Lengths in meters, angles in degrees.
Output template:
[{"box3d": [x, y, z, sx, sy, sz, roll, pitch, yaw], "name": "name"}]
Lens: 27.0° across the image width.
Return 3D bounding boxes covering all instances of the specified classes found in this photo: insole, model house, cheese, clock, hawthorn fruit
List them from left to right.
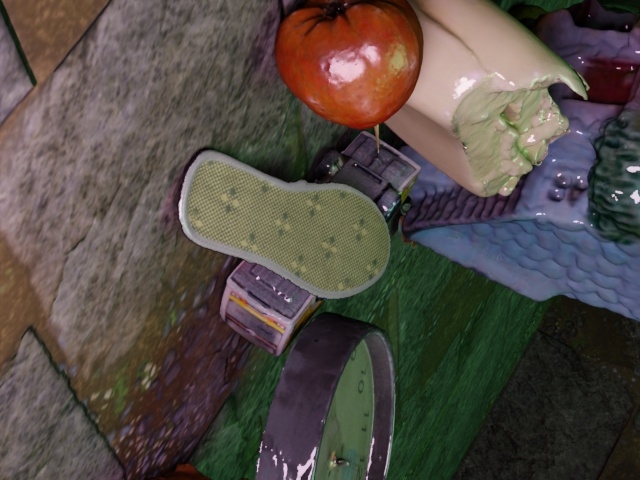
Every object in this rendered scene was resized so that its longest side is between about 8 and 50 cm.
[{"box3d": [-0.021, -0.012, 1.173, 0.322, 0.007, 0.109, 20, 79, -55], "name": "insole"}, {"box3d": [0.010, 0.209, 1.276, 0.280, 0.055, 0.281, 8, 90, -72], "name": "clock"}, {"box3d": [0.033, -0.151, 1.095, 0.125, 0.140, 0.125, -46, -159, 24], "name": "hawthorn fruit"}, {"box3d": [0.131, -0.146, 1.251, 0.127, 0.233, 0.266, -51, 160, -2], "name": "cheese"}, {"box3d": [0.271, -0.141, 1.546, 0.360, 0.339, 0.297, -67, 153, -24], "name": "model house"}]

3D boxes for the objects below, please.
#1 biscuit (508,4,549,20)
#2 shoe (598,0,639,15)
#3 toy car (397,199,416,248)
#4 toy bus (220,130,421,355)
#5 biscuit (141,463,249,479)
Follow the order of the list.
[{"box3d": [0.281, -0.189, 1.799, 0.262, 0.037, 0.262, -22, 117, -53], "name": "biscuit"}, {"box3d": [0.517, -0.406, 2.232, 0.293, 0.109, 0.149, -39, 148, -60], "name": "shoe"}, {"box3d": [0.137, -0.050, 1.737, 0.122, 0.035, 0.059, -53, 157, -25], "name": "toy car"}, {"box3d": [0.000, 0.000, 1.319, 0.268, 0.092, 0.106, -50, 169, -39], "name": "toy bus"}, {"box3d": [-0.174, 0.393, 1.248, 0.343, 0.166, 0.395, -69, 164, 5], "name": "biscuit"}]
